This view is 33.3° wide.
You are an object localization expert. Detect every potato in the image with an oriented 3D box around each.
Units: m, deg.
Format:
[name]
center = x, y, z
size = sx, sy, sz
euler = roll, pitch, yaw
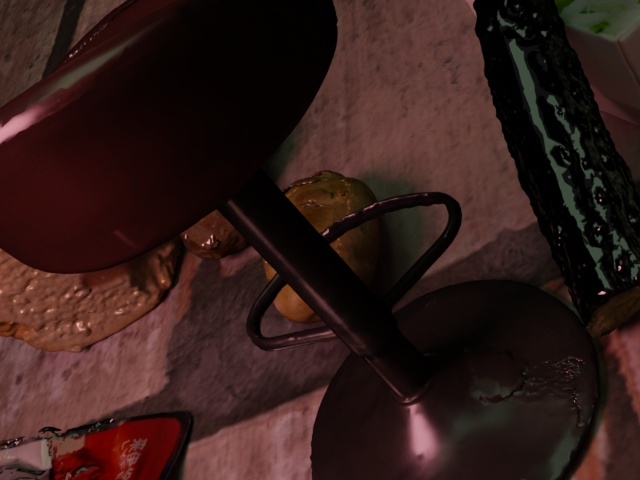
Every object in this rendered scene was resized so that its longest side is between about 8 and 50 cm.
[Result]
[potato]
center = 0.000, 0.000, 0.874
size = 0.107, 0.080, 0.170
euler = -35, 30, 26

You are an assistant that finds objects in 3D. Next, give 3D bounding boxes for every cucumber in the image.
[cucumber]
center = 0.158, -0.079, 0.731
size = 0.072, 0.072, 0.300
euler = -27, 62, 20

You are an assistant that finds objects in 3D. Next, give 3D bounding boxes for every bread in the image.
[bread]
center = -0.259, -0.010, 1.051
size = 0.211, 0.183, 0.224
euler = -38, 33, 14

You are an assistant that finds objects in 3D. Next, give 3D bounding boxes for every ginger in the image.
[ginger]
center = -0.095, -0.065, 1.039
size = 0.204, 0.080, 0.104
euler = -93, 27, -49

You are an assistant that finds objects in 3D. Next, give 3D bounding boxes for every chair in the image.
[chair]
center = -0.020, 0.000, 0.620
size = 0.227, 0.401, 0.226
euler = -25, 40, 22

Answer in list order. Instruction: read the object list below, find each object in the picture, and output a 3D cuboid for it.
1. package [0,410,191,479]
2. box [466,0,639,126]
[package]
center = -0.240, 0.229, 0.877
size = 0.269, 0.071, 0.194
euler = -9, 47, 19
[box]
center = 0.274, -0.226, 0.841
size = 0.260, 0.111, 0.194
euler = -44, 35, -7
